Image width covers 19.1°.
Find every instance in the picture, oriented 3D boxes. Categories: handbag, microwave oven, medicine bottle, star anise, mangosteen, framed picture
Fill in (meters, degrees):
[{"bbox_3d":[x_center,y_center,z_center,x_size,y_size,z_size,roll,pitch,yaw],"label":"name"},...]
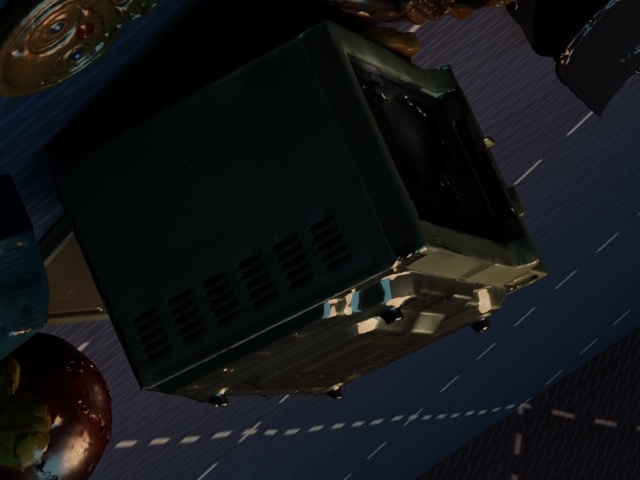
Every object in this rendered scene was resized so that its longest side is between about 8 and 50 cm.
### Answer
[{"bbox_3d":[0.351,-0.283,1.903,0.325,0.118,0.269,-41,157,9],"label":"handbag"},{"bbox_3d":[0.000,0.000,1.541,0.286,0.218,0.355,-29,167,16],"label":"microwave oven"},{"bbox_3d":[-0.296,0.057,1.440,0.258,0.124,0.079,-38,172,41],"label":"medicine bottle"},{"bbox_3d":[0.089,-0.223,1.491,0.272,0.103,0.272,-8,-173,1],"label":"star anise"},{"bbox_3d":[-0.270,0.153,1.640,0.166,0.166,0.180,-42,154,9],"label":"mangosteen"},{"bbox_3d":[-0.138,-0.035,1.665,0.324,0.020,0.240,-45,163,21],"label":"framed picture"}]

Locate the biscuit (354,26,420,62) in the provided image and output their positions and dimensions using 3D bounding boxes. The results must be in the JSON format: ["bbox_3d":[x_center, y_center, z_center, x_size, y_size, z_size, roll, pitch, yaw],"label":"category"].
[{"bbox_3d":[-0.010,-0.129,1.558,0.184,0.027,0.133,-29,164,16],"label":"biscuit"}]

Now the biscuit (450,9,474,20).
[{"bbox_3d":[0.161,-0.266,1.675,0.182,0.034,0.215,-37,165,-8],"label":"biscuit"}]

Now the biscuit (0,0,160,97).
[{"bbox_3d":[-0.155,-0.158,1.290,0.175,0.026,0.124,-39,164,-2],"label":"biscuit"}]
